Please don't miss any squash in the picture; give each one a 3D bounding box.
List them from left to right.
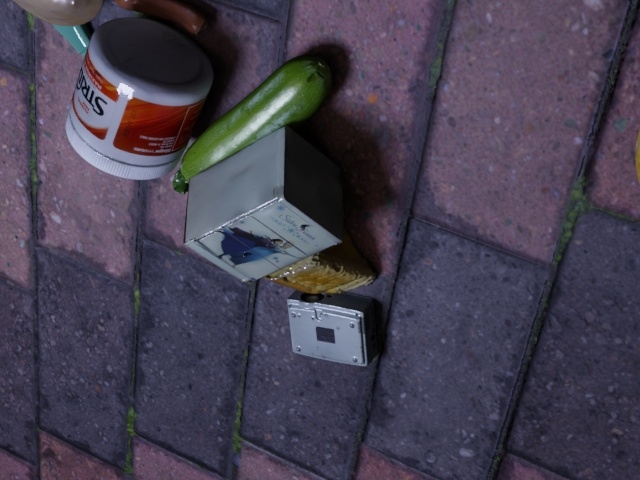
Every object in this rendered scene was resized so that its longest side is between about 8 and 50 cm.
[{"bbox_3d":[-0.114,-0.174,1.734,0.379,0.101,0.101,-34,96,35],"label":"squash"}]

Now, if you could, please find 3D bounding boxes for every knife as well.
[{"bbox_3d":[-0.387,-0.299,1.870,0.063,0.034,0.260,-22,106,36],"label":"knife"}]

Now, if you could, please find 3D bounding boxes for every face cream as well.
[{"bbox_3d":[-0.292,-0.230,1.741,0.201,0.201,0.187,36,129,9],"label":"face cream"}]

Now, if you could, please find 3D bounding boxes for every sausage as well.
[{"bbox_3d":[-0.255,-0.372,1.737,0.177,0.047,0.040,23,128,20],"label":"sausage"}]

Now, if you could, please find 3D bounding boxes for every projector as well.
[{"bbox_3d":[0.019,0.149,1.860,0.147,0.061,0.115,8,118,26],"label":"projector"}]

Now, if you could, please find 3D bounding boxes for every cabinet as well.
[{"bbox_3d":[-0.089,-0.048,1.701,0.206,0.150,0.145,-25,138,30],"label":"cabinet"}]

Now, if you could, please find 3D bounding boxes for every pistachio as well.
[{"bbox_3d":[-0.446,-0.434,1.765,0.223,0.126,0.152,30,126,15],"label":"pistachio"}]

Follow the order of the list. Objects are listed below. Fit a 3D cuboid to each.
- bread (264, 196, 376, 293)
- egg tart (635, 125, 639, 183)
[{"bbox_3d":[0.000,0.000,1.794,0.140,0.169,0.160,-21,63,36],"label":"bread"},{"bbox_3d":[0.568,-0.103,1.348,0.341,0.132,0.341,15,123,24],"label":"egg tart"}]
